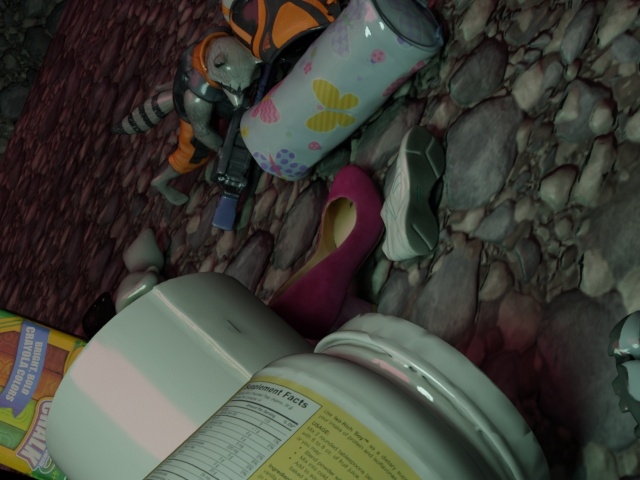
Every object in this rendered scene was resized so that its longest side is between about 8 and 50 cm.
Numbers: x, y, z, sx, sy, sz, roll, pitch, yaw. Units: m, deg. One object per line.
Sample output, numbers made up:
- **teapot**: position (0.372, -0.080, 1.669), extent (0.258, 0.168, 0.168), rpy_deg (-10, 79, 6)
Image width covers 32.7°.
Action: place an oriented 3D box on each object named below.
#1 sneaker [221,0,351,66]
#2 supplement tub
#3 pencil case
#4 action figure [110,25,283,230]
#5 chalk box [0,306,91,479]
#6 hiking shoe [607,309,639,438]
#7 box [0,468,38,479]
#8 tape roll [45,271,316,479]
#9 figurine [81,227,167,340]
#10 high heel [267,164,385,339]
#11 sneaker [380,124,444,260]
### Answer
- **sneaker**: position (0.036, -0.336, 1.392), extent (0.321, 0.124, 0.180), rpy_deg (-42, 56, 9)
- **supplement tub**: position (-0.020, 0.230, 0.752), extent (0.331, 0.241, 0.241), rpy_deg (-41, 17, -27)
- **pencil case**: position (0.019, -0.187, 1.281), extent (0.273, 0.113, 0.124), rpy_deg (-43, 24, 35)
- **action figure**: position (-0.175, -0.169, 1.545), extent (0.330, 0.178, 0.341), rpy_deg (-39, 35, 55)
- **chalk box**: position (-0.327, 0.212, 1.410), extent (0.289, 0.179, 0.180), rpy_deg (17, 82, 17)
- **hiking shoe**: position (0.258, 0.142, 0.600), extent (0.132, 0.113, 0.304), rpy_deg (-34, 46, 27)
- **box**: position (-0.412, 0.543, 1.234), extent (0.480, 0.297, 0.472), rpy_deg (14, 81, 62)
- **tape roll**: position (-0.102, 0.173, 0.996), extent (0.169, 0.246, 0.246), rpy_deg (38, 103, 30)
- **figurine**: position (-0.293, 0.101, 1.617), extent (0.215, 0.092, 0.209), rpy_deg (-55, 25, 16)
- **high heel**: position (0.000, 0.000, 1.152), extent (0.082, 0.117, 0.244), rpy_deg (-34, 40, 44)
- **sneaker**: position (0.087, -0.049, 1.112), extent (0.061, 0.053, 0.152), rpy_deg (-29, 44, 52)
